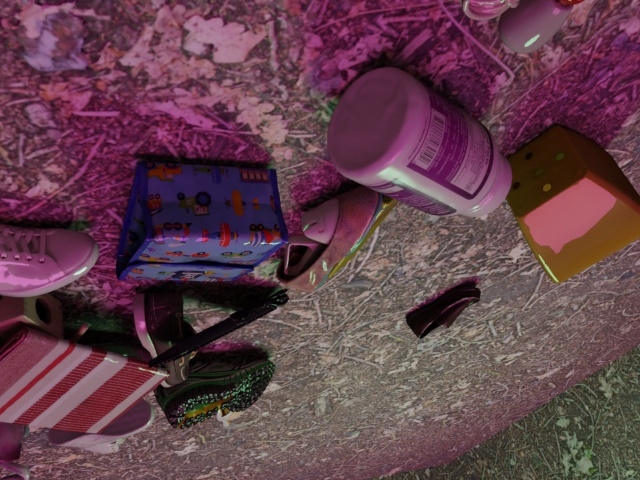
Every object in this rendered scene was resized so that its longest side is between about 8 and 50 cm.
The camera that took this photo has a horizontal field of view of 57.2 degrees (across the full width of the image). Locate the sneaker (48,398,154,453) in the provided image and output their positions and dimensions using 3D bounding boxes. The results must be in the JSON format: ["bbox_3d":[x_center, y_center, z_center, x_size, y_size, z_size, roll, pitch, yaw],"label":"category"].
[{"bbox_3d":[-0.544,0.493,1.565,0.292,0.108,0.169,-14,150,12],"label":"sneaker"}]

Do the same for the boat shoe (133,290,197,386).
[{"bbox_3d":[-0.312,0.215,1.250,0.097,0.116,0.324,-10,141,-7],"label":"boat shoe"}]

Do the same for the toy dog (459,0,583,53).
[{"bbox_3d":[0.316,-0.383,0.675,0.220,0.161,0.334,13,151,-42],"label":"toy dog"}]

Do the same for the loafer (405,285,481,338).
[{"bbox_3d":[0.335,0.197,1.558,0.220,0.078,0.080,-34,144,24],"label":"loafer"}]

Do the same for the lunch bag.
[{"bbox_3d":[-0.217,0.001,0.995,0.221,0.138,0.293,0,155,-27],"label":"lunch bag"}]

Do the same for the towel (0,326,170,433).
[{"bbox_3d":[-0.485,0.277,1.120,0.237,0.037,0.329,-39,141,14],"label":"towel"}]

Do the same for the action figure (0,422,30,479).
[{"bbox_3d":[-0.769,0.359,1.121,0.248,0.275,0.370,-17,161,10],"label":"action figure"}]

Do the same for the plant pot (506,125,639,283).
[{"bbox_3d":[0.452,-0.084,1.103,0.212,0.212,0.187,-37,130,27],"label":"plant pot"}]

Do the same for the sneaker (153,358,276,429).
[{"bbox_3d":[-0.254,0.346,1.472,0.343,0.146,0.134,-1,123,-47],"label":"sneaker"}]

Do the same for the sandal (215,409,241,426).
[{"bbox_3d":[-0.257,0.457,1.654,0.076,0.102,0.265,-14,155,-8],"label":"sandal"}]

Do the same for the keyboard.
[{"bbox_3d":[-0.174,0.167,1.174,0.201,0.033,0.317,-34,174,36],"label":"keyboard"}]

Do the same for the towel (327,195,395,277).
[{"bbox_3d":[0.087,-0.020,1.130,0.102,0.021,0.237,-37,168,-46],"label":"towel"}]

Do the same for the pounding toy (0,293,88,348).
[{"bbox_3d":[-0.515,0.146,1.069,0.181,0.094,0.206,-19,149,0],"label":"pounding toy"}]

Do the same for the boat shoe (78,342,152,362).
[{"bbox_3d":[-0.501,0.272,1.259,0.324,0.123,0.116,19,163,-40],"label":"boat shoe"}]

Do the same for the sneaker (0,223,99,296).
[{"bbox_3d":[-0.491,0.019,0.879,0.290,0.106,0.123,-7,148,-13],"label":"sneaker"}]

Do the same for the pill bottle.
[{"bbox_3d":[0.168,-0.133,0.914,0.301,0.169,0.169,18,133,-42],"label":"pill bottle"}]

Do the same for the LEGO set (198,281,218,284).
[{"bbox_3d":[-0.211,0.069,1.161,0.054,0.023,0.083,13,136,-38],"label":"LEGO set"}]

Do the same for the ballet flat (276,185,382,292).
[{"bbox_3d":[0.000,0.000,1.096,0.106,0.107,0.316,14,136,-20],"label":"ballet flat"}]
